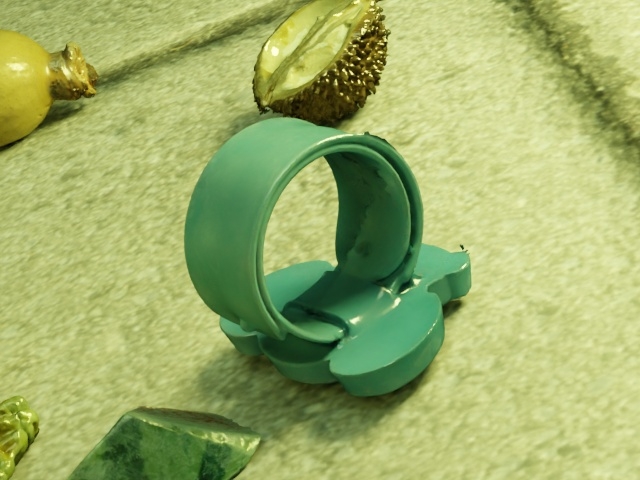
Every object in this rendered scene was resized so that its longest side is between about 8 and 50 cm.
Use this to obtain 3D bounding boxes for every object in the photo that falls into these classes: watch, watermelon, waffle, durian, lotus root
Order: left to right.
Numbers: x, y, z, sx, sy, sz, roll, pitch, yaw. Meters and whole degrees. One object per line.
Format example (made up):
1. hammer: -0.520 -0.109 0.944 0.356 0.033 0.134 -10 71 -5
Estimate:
1. waffle: -0.312 0.186 1.427 0.169 0.036 0.183 -11 29 24
2. lotus root: -0.408 -0.164 2.028 0.303 0.131 0.146 -18 29 7
3. watermelon: -0.138 0.168 1.324 0.180 0.081 0.094 -30 2 -28
4. watch: 0.000 0.000 1.367 0.211 0.193 0.211 -17 30 10
5. durian: 0.019 -0.179 1.785 0.188 0.091 0.148 -47 31 -1
